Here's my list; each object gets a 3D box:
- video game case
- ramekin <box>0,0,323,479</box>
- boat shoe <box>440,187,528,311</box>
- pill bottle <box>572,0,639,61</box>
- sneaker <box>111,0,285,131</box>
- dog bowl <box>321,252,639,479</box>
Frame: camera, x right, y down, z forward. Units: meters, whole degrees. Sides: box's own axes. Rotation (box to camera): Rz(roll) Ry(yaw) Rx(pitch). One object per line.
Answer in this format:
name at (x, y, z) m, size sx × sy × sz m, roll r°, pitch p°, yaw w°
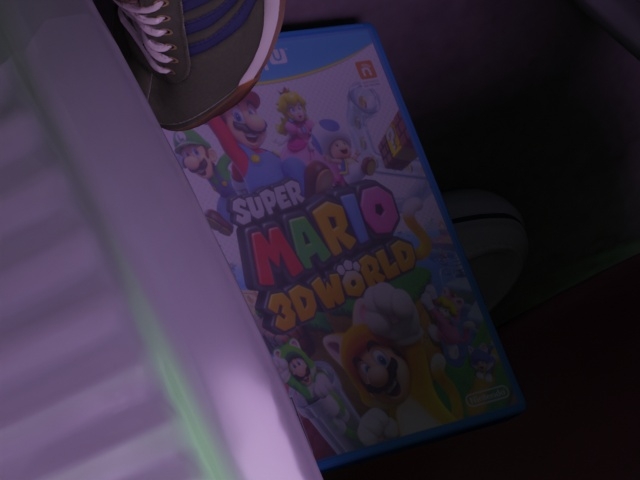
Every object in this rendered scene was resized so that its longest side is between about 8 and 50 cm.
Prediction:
video game case at (0.000, 0.000, 0.724) m, size 0.119 × 0.166 × 0.015 m, roll -11°, pitch 163°, yaw -35°
ramekin at (-0.097, 0.040, 0.588) m, size 0.127 × 0.273 × 0.273 m, roll -25°, pitch 135°, yaw -10°
boat shoe at (0.010, 0.058, 0.829) m, size 0.226 × 0.076 × 0.083 m, roll -31°, pitch 137°, yaw -20°
pill bottle at (0.245, -0.210, 0.729) m, size 0.361 × 0.204 × 0.204 m, roll -52°, pitch 140°, yaw 4°
sneaker at (-0.050, -0.097, 0.611) m, size 0.086 × 0.064 × 0.192 m, roll -31°, pitch 159°, yaw -38°
dog bowl at (0.129, 0.122, 0.774) m, size 0.408 × 0.408 × 0.150 m, roll -34°, pitch 97°, yaw -17°
